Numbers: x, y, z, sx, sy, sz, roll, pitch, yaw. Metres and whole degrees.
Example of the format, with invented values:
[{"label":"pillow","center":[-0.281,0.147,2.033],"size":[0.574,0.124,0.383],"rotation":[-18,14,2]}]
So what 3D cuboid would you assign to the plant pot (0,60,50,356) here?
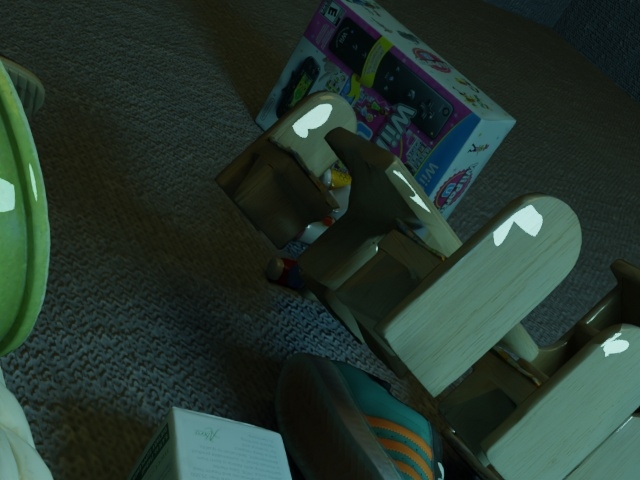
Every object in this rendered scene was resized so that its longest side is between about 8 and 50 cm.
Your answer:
[{"label":"plant pot","center":[-0.357,-0.015,0.620],"size":[0.254,0.276,0.276],"rotation":[-20,56,-44]}]

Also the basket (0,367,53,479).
[{"label":"basket","center":[-0.285,0.126,0.304],"size":[0.331,0.328,0.266],"rotation":[49,12,34]}]

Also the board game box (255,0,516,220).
[{"label":"board game box","center":[0.079,-0.163,1.346],"size":[0.303,0.224,0.097],"rotation":[45,28,26]}]

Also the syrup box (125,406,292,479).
[{"label":"syrup box","center":[-0.066,0.233,0.652],"size":[0.096,0.093,0.237],"rotation":[19,29,-25]}]

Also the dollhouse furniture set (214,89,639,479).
[{"label":"dollhouse furniture set","center":[0.165,0.039,0.845],"size":[0.394,0.256,0.362],"rotation":[50,-5,-28]}]

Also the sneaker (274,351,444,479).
[{"label":"sneaker","center":[0.064,0.207,0.822],"size":[0.121,0.108,0.302],"rotation":[10,32,-29]}]

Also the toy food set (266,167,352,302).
[{"label":"toy food set","center":[0.000,0.000,1.104],"size":[0.104,0.111,0.232],"rotation":[16,33,-30]}]

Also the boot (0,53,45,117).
[{"label":"boot","center":[-0.426,-0.222,1.052],"size":[0.248,0.090,0.207],"rotation":[9,36,-32]}]
